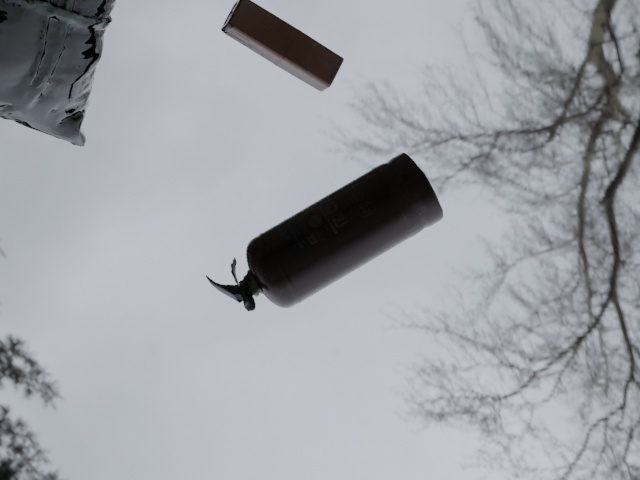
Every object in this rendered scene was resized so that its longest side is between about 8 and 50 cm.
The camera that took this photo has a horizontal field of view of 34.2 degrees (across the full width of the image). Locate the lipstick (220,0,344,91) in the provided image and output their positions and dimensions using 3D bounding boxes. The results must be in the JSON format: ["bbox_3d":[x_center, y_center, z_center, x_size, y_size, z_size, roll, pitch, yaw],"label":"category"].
[{"bbox_3d":[-0.046,-0.237,1.262,0.045,0.145,0.045,-63,-165,-12],"label":"lipstick"}]

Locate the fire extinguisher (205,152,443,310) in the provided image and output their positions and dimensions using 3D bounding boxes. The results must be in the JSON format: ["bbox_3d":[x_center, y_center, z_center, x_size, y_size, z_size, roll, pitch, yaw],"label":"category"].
[{"bbox_3d":[0.000,0.000,1.488,0.337,0.114,0.135,-30,-145,-4],"label":"fire extinguisher"}]

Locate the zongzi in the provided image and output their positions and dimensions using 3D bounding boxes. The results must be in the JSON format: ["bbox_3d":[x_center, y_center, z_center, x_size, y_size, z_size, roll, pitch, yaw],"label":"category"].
[{"bbox_3d":[-0.315,-0.290,1.031,0.362,0.383,0.319,-55,-136,19],"label":"zongzi"}]
